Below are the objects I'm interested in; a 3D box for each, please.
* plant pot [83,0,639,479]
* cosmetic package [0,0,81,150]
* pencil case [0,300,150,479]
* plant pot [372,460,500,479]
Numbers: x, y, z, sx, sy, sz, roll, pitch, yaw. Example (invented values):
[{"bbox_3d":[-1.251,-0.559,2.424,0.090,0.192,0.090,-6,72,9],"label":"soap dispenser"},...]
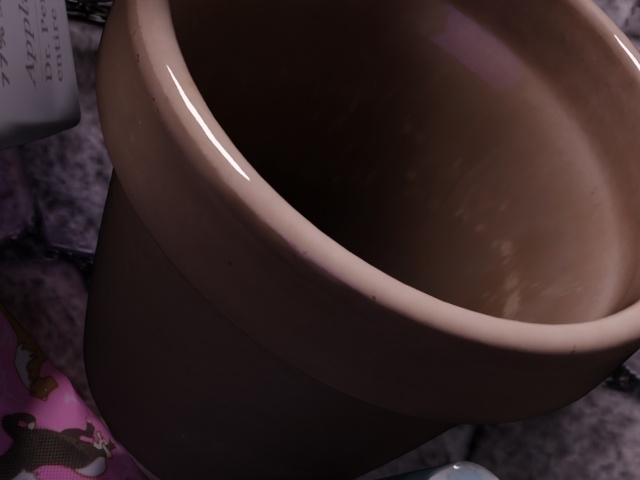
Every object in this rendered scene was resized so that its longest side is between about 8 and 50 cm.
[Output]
[{"bbox_3d":[0.000,0.000,0.624,0.263,0.263,0.229,39,133,2],"label":"plant pot"},{"bbox_3d":[-0.314,-0.167,0.514,0.327,0.394,0.330,-6,97,6],"label":"cosmetic package"},{"bbox_3d":[-0.140,0.211,0.763,0.386,0.167,0.160,55,150,-5],"label":"pencil case"},{"bbox_3d":[0.023,0.258,0.591,0.247,0.252,0.248,44,75,-7],"label":"plant pot"}]
